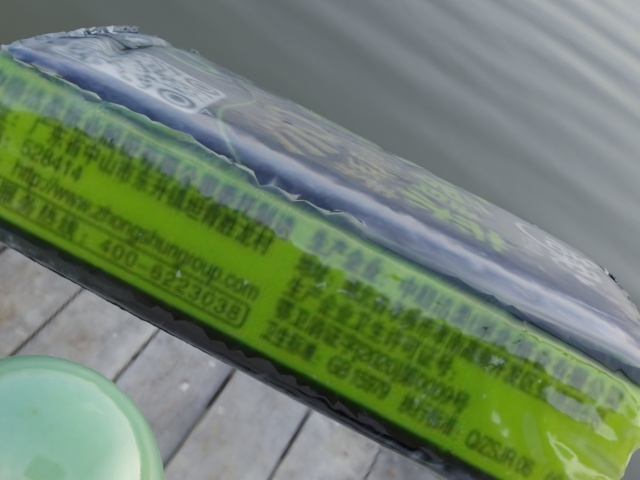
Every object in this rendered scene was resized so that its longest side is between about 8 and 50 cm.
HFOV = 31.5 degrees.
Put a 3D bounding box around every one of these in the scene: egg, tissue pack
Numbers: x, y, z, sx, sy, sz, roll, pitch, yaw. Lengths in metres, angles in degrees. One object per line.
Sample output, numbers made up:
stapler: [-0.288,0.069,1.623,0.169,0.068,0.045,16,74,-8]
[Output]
egg: [-0.238,0.213,0.875,0.220,0.269,0.220,25,30,-16]
tissue pack: [0.000,0.000,0.418,0.235,0.073,0.173,28,14,0]
